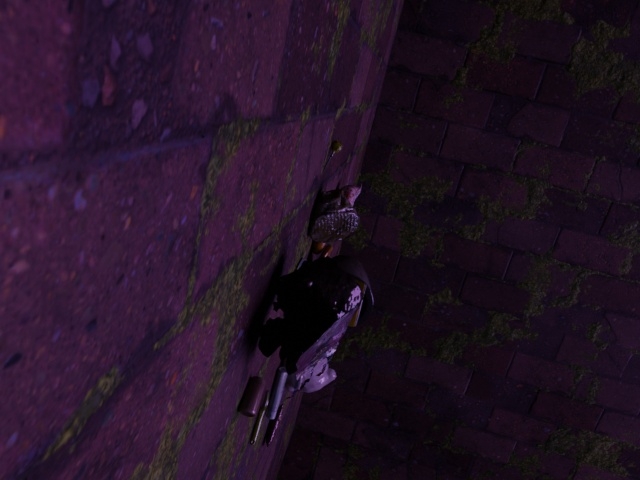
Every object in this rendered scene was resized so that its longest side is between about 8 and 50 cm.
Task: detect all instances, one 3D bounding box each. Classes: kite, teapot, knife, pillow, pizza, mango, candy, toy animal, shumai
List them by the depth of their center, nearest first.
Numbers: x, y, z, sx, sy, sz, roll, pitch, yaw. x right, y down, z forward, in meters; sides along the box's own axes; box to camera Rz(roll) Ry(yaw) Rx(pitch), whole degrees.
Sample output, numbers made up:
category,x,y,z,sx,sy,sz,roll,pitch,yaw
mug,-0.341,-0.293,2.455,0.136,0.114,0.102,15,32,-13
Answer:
category,x,y,z,sx,sy,sz,roll,pitch,yaw
kite,-0.005,0.289,1.200,0.204,0.022,0.360,-36,159,-32
candy,0.036,-0.275,1.604,0.122,0.035,0.035,-62,-179,-22
knife,-0.199,0.582,1.632,0.026,0.022,0.183,-25,-135,63
shumai,0.024,-0.090,1.660,0.184,0.184,0.141,100,-22,-46
mango,0.000,0.000,1.845,0.079,0.057,0.114,-69,-178,-76
pizza,-0.018,0.121,1.916,0.181,0.034,0.262,-56,176,-20
toy animal,-0.074,0.511,2.014,0.257,0.194,0.357,-50,153,-8
pillow,-0.197,0.781,2.091,0.118,0.043,0.184,108,3,-70
teapot,0.110,-0.158,2.208,0.159,0.116,0.245,130,-25,-73

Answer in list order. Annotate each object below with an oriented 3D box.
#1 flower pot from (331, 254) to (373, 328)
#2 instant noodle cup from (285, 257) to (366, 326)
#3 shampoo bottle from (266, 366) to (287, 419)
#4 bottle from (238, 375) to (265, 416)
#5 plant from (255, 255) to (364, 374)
category,x,y,z,sx,sy,sz,roll,pitch,yaw
flower pot,0.109,0.223,2.420,0.330,0.294,0.293,-80,-178,-66
instant noodle cup,0.021,0.185,1.631,0.215,0.237,0.215,14,90,-82
shampoo bottle,-0.163,0.571,1.843,0.069,0.041,0.190,-61,166,-88
bottle,-0.173,0.399,1.265,0.045,0.045,0.096,98,8,-51
plant,-0.039,0.178,1.234,0.276,0.188,0.198,-42,161,-25
